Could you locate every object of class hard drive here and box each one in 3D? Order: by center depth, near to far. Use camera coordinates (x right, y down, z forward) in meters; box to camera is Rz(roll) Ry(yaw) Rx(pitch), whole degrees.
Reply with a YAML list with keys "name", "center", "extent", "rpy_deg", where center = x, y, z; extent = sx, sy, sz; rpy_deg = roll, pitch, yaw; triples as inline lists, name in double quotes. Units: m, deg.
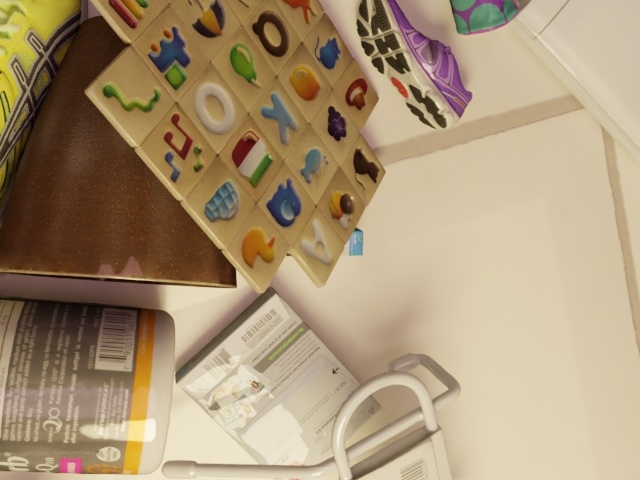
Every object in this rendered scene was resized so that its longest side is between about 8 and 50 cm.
- name: "hard drive"
  center: [0.409, -0.222, 0.869]
  extent: [0.353, 0.047, 0.233]
  rpy_deg: [41, 88, -16]

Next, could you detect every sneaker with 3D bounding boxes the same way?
- name: "sneaker"
  center: [-0.302, -0.143, 0.662]
  extent: [0.145, 0.147, 0.385]
  rpy_deg: [13, 95, -13]
- name: "sneaker"
  center: [0.103, -0.199, 0.802]
  extent: [0.071, 0.068, 0.170]
  rpy_deg: [-48, 115, -18]

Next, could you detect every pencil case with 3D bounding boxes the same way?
- name: "pencil case"
  center: [0.162, -0.297, 0.789]
  extent: [0.070, 0.064, 0.152]
  rpy_deg: [-15, 103, 6]

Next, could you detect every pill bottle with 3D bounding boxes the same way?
- name: "pill bottle"
  center: [-0.283, 0.134, 0.703]
  extent: [0.278, 0.162, 0.162]
  rpy_deg: [6, 98, -14]

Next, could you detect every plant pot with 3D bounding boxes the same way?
- name: "plant pot"
  center: [-0.177, -0.077, 0.688]
  extent: [0.215, 0.215, 0.231]
  rpy_deg: [4, 85, -14]

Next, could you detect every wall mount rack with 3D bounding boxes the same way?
- name: "wall mount rack"
  center: [0.020, 0.280, 0.789]
  extent: [0.304, 0.130, 0.350]
  rpy_deg: [-23, 118, -18]

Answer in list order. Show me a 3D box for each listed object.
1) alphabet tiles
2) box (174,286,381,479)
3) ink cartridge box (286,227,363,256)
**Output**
- name: "alphabet tiles"
  center: [-0.055, -0.132, 0.682]
  extent: [0.343, 0.011, 0.285]
  rpy_deg: [53, 48, -30]
- name: "box"
  center: [-0.045, 0.167, 0.829]
  extent: [0.145, 0.038, 0.186]
  rpy_deg: [-43, 105, -3]
- name: "ink cartridge box"
  center: [0.000, 0.000, 0.806]
  extent: [0.083, 0.048, 0.028]
  rpy_deg: [-1, 99, -14]
